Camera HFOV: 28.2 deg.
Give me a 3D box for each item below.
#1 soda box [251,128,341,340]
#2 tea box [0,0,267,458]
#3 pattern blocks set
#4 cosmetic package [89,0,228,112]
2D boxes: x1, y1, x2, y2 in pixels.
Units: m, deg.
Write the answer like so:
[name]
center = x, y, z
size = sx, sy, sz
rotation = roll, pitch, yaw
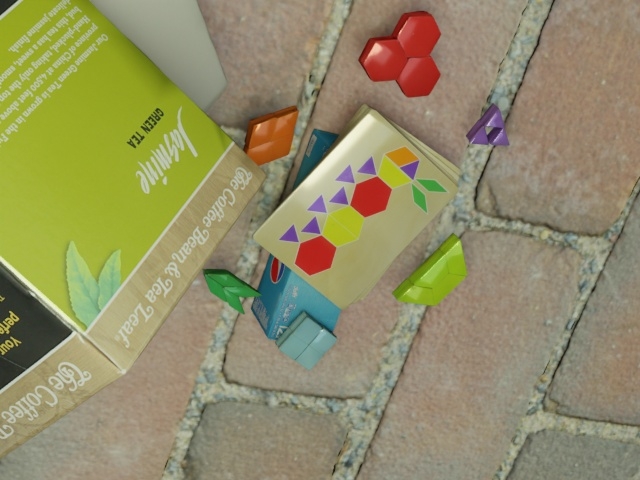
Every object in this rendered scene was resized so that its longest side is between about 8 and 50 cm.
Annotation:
[soda box]
center = 0.000, 0.000, 1.293
size = 0.071, 0.067, 0.210
rotation = 11, 111, -24
[tea box]
center = -0.281, -0.022, 0.895
size = 0.323, 0.220, 0.329
rotation = 45, 134, -12
[pattern blocks set]
center = 0.039, -0.034, 1.234
size = 0.325, 0.026, 0.285
rotation = -40, 121, 2
[cosmetic package]
center = -0.266, -0.263, 0.954
size = 0.230, 0.161, 0.453
rotation = -2, 126, 28
